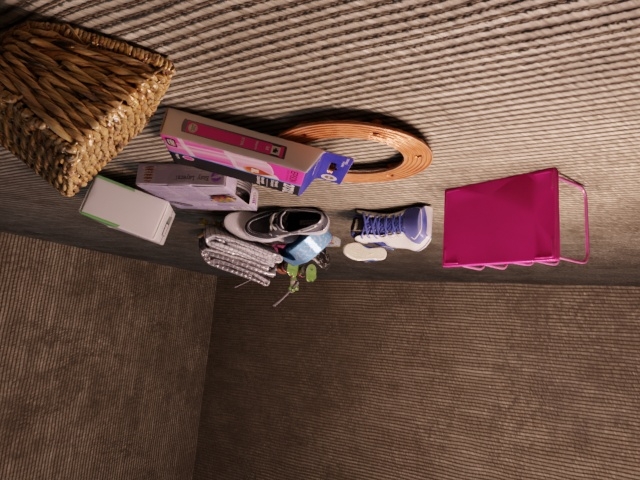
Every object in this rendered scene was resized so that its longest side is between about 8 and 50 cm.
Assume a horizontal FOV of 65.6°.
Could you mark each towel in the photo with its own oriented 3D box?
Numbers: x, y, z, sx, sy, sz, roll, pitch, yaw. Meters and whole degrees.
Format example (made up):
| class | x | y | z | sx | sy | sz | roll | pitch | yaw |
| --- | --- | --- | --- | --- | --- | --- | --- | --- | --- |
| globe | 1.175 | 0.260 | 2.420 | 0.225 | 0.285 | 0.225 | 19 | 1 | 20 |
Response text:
| class | x | y | z | sx | sy | sz | roll | pitch | yaw |
| --- | --- | --- | --- | --- | --- | --- | --- | --- | --- |
| towel | -0.293 | 0.048 | 1.777 | 0.284 | 0.121 | 0.235 | 21 | -177 | -17 |

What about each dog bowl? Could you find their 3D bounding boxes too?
| class | x | y | z | sx | sy | sz | roll | pitch | yaw |
| --- | --- | --- | --- | --- | --- | --- | --- | --- | --- |
| dog bowl | -0.053 | 0.016 | 1.799 | 0.074 | 0.166 | 0.297 | 47 | 159 | -7 |

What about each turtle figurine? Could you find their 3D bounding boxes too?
| class | x | y | z | sx | sy | sz | roll | pitch | yaw |
| --- | --- | --- | --- | --- | --- | --- | --- | --- | --- |
| turtle figurine | -0.155 | 0.161 | 2.031 | 0.197 | 0.274 | 0.266 | 53 | 150 | -18 |

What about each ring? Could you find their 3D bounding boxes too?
| class | x | y | z | sx | sy | sz | roll | pitch | yaw |
| --- | --- | --- | --- | --- | --- | --- | --- | --- | --- |
| ring | 0.065 | -0.186 | 1.044 | 0.337 | 0.032 | 0.336 | 4 | 169 | 1 |

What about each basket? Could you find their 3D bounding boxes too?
| class | x | y | z | sx | sy | sz | roll | pitch | yaw |
| --- | --- | --- | --- | --- | --- | --- | --- | --- | --- |
| basket | -0.412 | -0.238 | 0.812 | 0.213 | 0.223 | 0.299 | 44 | 156 | -15 |

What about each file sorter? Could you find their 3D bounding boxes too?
| class | x | y | z | sx | sy | sz | roll | pitch | yaw |
| --- | --- | --- | --- | --- | --- | --- | --- | --- | --- |
| file sorter | 0.476 | -0.032 | 1.220 | 0.182 | 0.202 | 0.291 | 11 | 168 | -38 |

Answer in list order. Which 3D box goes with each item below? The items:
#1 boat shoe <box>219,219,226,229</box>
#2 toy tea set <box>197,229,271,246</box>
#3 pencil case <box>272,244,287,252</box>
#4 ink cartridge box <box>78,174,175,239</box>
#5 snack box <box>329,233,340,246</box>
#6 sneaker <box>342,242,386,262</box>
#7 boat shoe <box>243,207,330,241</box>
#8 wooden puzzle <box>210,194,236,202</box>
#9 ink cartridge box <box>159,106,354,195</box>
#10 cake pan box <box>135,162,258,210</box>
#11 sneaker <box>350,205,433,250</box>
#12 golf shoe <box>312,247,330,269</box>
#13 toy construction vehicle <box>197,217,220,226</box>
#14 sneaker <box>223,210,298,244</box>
| class | x | y | z | sx | sy | sz | roll | pitch | yaw |
| --- | --- | --- | --- | --- | --- | --- | --- | --- | --- |
| boat shoe | -0.321 | -0.053 | 1.896 | 0.137 | 0.049 | 0.043 | 12 | 165 | -44 |
| toy tea set | -0.361 | 0.003 | 2.152 | 0.336 | 0.124 | 0.200 | 5 | -160 | -19 |
| pencil case | -0.199 | 0.064 | 2.343 | 0.210 | 0.098 | 0.095 | 5 | 170 | 4 |
| ink cartridge box | -0.563 | -0.081 | 1.489 | 0.211 | 0.121 | 0.289 | 21 | 172 | -11 |
| snack box | 0.000 | 0.000 | 2.062 | 0.141 | 0.037 | 0.100 | 0 | 169 | 25 |
| sneaker | 0.126 | 0.041 | 1.589 | 0.152 | 0.058 | 0.085 | 4 | 171 | -26 |
| boat shoe | -0.124 | -0.057 | 1.629 | 0.302 | 0.108 | 0.102 | -1 | 168 | 17 |
| wooden puzzle | -0.256 | -0.110 | 1.314 | 0.083 | 0.006 | 0.049 | -1 | 168 | 22 |
| ink cartridge box | -0.127 | -0.166 | 1.023 | 0.371 | 0.069 | 0.176 | 12 | 169 | -5 |
| cake pan box | -0.324 | -0.142 | 1.365 | 0.267 | 0.070 | 0.246 | 3 | 171 | 14 |
| sneaker | 0.198 | -0.033 | 1.547 | 0.182 | 0.127 | 0.315 | 7 | 171 | -21 |
| golf shoe | -0.039 | 0.042 | 2.012 | 0.094 | 0.077 | 0.198 | -22 | 113 | 46 |
| toy construction vehicle | -0.418 | -0.067 | 1.926 | 0.098 | 0.035 | 0.086 | 14 | 177 | -30 |
| sneaker | -0.222 | -0.036 | 1.797 | 0.269 | 0.101 | 0.153 | 10 | 171 | -17 |
